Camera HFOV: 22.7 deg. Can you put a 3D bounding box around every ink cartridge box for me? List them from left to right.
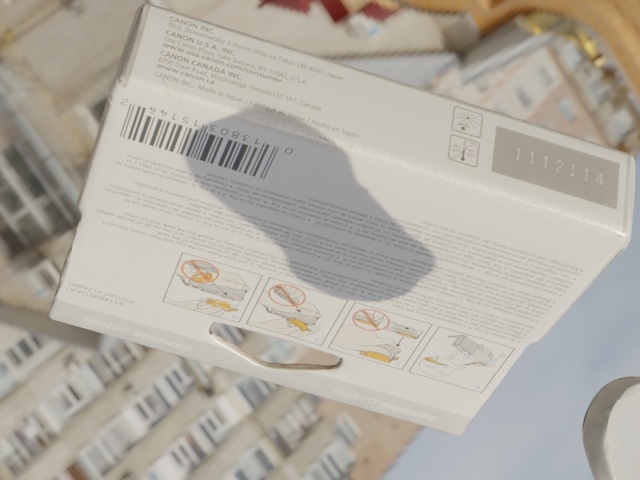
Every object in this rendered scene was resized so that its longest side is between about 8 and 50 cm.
[{"bbox_3d":[0.000,0.000,0.970,0.261,0.296,0.066,120,-16,-54],"label":"ink cartridge box"}]

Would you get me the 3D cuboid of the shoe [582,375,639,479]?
[{"bbox_3d":[0.156,0.115,0.711,0.063,0.178,0.081,-57,-150,-13],"label":"shoe"}]
